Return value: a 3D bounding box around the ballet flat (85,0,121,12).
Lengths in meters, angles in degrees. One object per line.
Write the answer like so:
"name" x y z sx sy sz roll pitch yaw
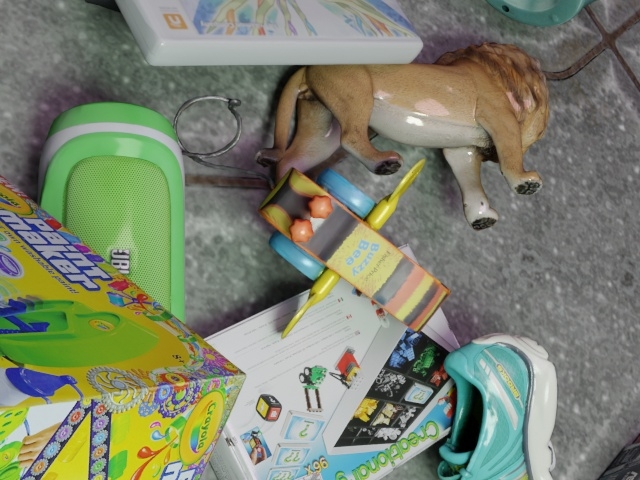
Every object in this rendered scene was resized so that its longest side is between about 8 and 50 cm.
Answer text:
"ballet flat" -0.144 -0.257 1.127 0.203 0.074 0.074 -34 94 -42

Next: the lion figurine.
"lion figurine" 0.097 -0.141 1.213 0.392 0.142 0.240 9 54 -28

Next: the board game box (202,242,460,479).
"board game box" 0.016 0.140 1.091 0.305 0.053 0.192 -23 85 -40

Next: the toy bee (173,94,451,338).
"toy bee" 0.000 0.000 1.008 0.298 0.162 0.195 16 98 -14

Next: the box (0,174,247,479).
"box" -0.260 0.089 0.696 0.290 0.177 0.279 34 19 30

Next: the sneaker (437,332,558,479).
"sneaker" 0.164 0.228 1.111 0.110 0.107 0.275 -5 96 -24

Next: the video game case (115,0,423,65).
"video game case" -0.085 -0.296 1.121 0.329 0.036 0.299 -8 60 -41

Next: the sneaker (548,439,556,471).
"sneaker" 0.203 0.206 1.209 0.067 0.042 0.118 -21 77 -44

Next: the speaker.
"speaker" -0.177 0.038 0.945 0.131 0.131 0.296 11 66 -33

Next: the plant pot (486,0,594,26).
"plant pot" 0.315 -0.416 1.421 0.271 0.272 0.255 45 67 -13

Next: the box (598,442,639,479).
"box" 0.353 0.398 1.219 0.307 0.076 0.242 -34 93 -40
